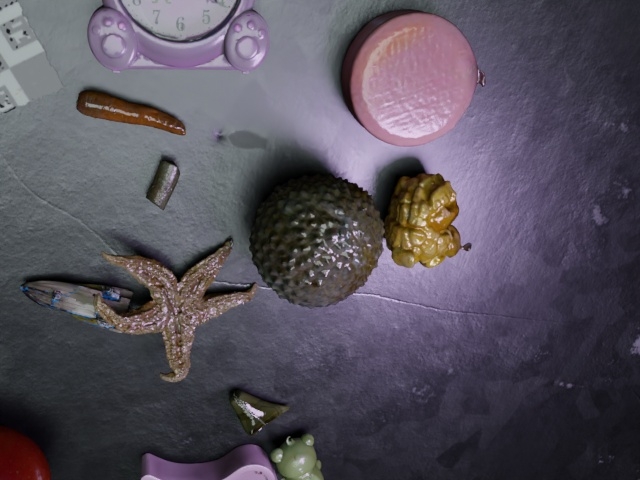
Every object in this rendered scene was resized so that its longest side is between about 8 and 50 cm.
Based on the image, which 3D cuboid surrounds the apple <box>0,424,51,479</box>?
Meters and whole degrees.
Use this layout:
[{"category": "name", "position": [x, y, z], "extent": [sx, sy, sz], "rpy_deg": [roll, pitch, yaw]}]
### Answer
[{"category": "apple", "position": [-0.657, 0.478, 1.298], "extent": [0.260, 0.216, 0.260], "rpy_deg": [-5, 114, -11]}]

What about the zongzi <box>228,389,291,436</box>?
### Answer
[{"category": "zongzi", "position": [-0.130, 0.351, 1.473], "extent": [0.113, 0.052, 0.104], "rpy_deg": [-29, 111, -16]}]

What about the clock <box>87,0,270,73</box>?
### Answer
[{"category": "clock", "position": [-0.228, -0.434, 1.086], "extent": [0.295, 0.113, 0.322], "rpy_deg": [-3, 112, -13]}]

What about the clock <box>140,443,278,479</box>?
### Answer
[{"category": "clock", "position": [-0.263, 0.545, 1.499], "extent": [0.290, 0.080, 0.275], "rpy_deg": [36, 99, -25]}]

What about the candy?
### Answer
[{"category": "candy", "position": [0.169, -0.296, 1.249], "extent": [0.255, 0.094, 0.255], "rpy_deg": [-5, 113, -12]}]

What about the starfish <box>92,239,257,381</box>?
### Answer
[{"category": "starfish", "position": [-0.271, 0.108, 1.316], "extent": [0.302, 0.060, 0.299], "rpy_deg": [-28, 111, -23]}]

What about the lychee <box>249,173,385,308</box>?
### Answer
[{"category": "lychee", "position": [0.000, 0.000, 1.251], "extent": [0.255, 0.274, 0.255], "rpy_deg": [4, 80, -22]}]

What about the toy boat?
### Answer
[{"category": "toy boat", "position": [-0.456, 0.112, 1.282], "extent": [0.210, 0.066, 0.084], "rpy_deg": [16, 81, -16]}]

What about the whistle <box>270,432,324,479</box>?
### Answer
[{"category": "whistle", "position": [-0.041, 0.535, 1.544], "extent": [0.105, 0.085, 0.227], "rpy_deg": [-23, 113, -17]}]

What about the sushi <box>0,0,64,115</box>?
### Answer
[{"category": "sushi", "position": [-0.622, -0.336, 1.034], "extent": [0.296, 0.100, 0.373], "rpy_deg": [-24, 115, -3]}]

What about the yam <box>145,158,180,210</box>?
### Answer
[{"category": "yam", "position": [-0.288, -0.101, 1.246], "extent": [0.043, 0.043, 0.094], "rpy_deg": [23, 104, -21]}]

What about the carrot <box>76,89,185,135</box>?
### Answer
[{"category": "carrot", "position": [-0.327, -0.221, 1.190], "extent": [0.191, 0.047, 0.047], "rpy_deg": [11, 109, -23]}]

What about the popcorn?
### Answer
[{"category": "popcorn", "position": [0.192, -0.033, 1.347], "extent": [0.163, 0.140, 0.194], "rpy_deg": [-27, 126, -11]}]
